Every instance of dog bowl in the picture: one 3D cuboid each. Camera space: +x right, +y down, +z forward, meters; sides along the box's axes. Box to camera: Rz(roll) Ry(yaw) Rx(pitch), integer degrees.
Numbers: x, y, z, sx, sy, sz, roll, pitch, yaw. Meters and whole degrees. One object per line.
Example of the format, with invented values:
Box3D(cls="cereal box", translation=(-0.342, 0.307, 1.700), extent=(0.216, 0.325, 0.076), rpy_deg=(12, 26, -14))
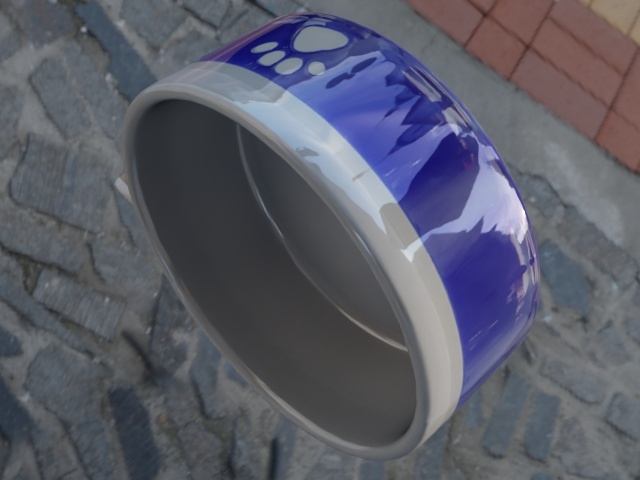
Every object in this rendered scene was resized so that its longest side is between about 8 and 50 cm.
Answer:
Box3D(cls="dog bowl", translation=(0.000, 0.000, 0.624), extent=(0.104, 0.265, 0.265), rpy_deg=(-37, 86, -27))

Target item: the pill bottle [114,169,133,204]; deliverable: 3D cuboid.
Box3D(cls="pill bottle", translation=(-0.103, -0.069, 0.814), extent=(0.067, 0.067, 0.120), rpy_deg=(41, 88, -2))
